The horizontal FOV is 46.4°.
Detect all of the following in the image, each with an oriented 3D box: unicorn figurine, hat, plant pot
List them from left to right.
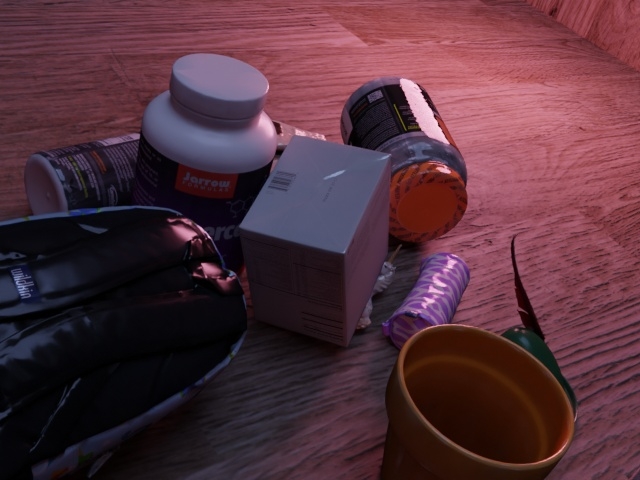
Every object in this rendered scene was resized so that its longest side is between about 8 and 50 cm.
[{"bbox_3d":[0.058,0.076,1.160,0.111,0.060,0.161,12,56,-3],"label":"unicorn figurine"},{"bbox_3d":[0.159,0.235,0.875,0.205,0.187,0.205,12,36,-9],"label":"plant pot"},{"bbox_3d":[0.306,0.144,1.062,0.209,0.183,0.173,31,38,17],"label":"hat"}]

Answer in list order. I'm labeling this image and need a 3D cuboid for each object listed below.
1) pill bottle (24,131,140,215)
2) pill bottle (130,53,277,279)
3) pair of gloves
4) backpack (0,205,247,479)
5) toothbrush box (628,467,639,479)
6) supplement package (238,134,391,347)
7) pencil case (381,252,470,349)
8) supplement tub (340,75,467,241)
[{"bbox_3d":[-0.313,-0.095,1.155,0.246,0.130,0.130,-21,51,-41],"label":"pill bottle"},{"bbox_3d":[-0.166,-0.084,1.040,0.182,0.322,0.181,12,37,-9],"label":"pill bottle"},{"bbox_3d":[-0.077,-0.165,1.426,0.204,0.042,0.240,11,37,-10],"label":"pair of gloves"},{"bbox_3d":[-0.256,0.096,0.822,0.356,0.273,0.290,-26,77,-30],"label":"backpack"},{"bbox_3d":[0.439,0.381,0.790,0.122,0.206,0.283,-5,41,-29],"label":"toothbrush box"},{"bbox_3d":[0.000,0.000,1.047,0.149,0.203,0.194,14,50,16],"label":"supplement package"},{"bbox_3d":[0.168,0.096,1.158,0.088,0.086,0.206,6,29,25],"label":"pencil case"},{"bbox_3d":[0.153,-0.152,1.379,0.194,0.193,0.316,7,37,-15],"label":"supplement tub"}]
